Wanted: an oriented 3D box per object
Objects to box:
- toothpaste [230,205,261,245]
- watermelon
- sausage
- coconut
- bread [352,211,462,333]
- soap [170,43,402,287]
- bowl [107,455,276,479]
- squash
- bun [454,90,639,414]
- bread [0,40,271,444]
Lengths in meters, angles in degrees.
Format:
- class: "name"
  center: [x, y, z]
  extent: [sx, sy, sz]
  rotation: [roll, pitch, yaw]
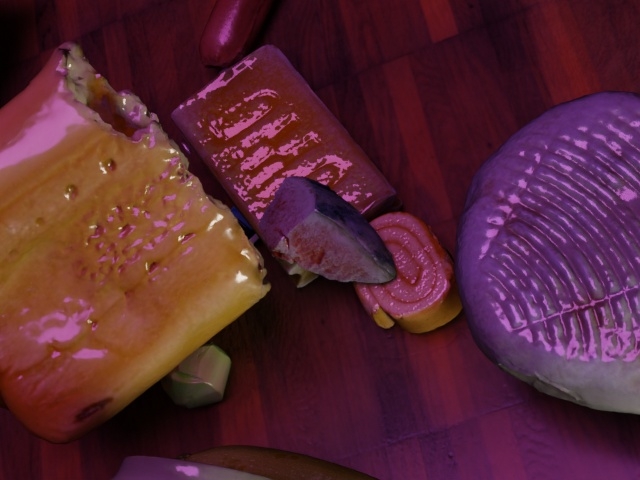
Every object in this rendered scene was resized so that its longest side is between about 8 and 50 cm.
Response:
- class: "toothpaste"
  center: [-0.114, 0.003, 1.532]
  extent: [0.071, 0.045, 0.193]
  rotation: [37, 79, 22]
- class: "watermelon"
  center: [0.006, -0.007, 1.383]
  extent: [0.180, 0.081, 0.094]
  rotation: [25, 104, 24]
- class: "sausage"
  center: [-0.109, -0.320, 1.658]
  extent: [0.077, 0.077, 0.194]
  rotation: [14, 73, 27]
- class: "coconut"
  center: [-0.154, 0.165, 1.451]
  extent: [0.082, 0.083, 0.081]
  rotation: [-6, 55, 43]
- class: "bread"
  center: [0.098, 0.043, 1.410]
  extent: [0.122, 0.073, 0.149]
  rotation: [-35, 56, 11]
- class: "soap"
  center: [-0.045, -0.095, 1.496]
  extent: [0.173, 0.089, 0.274]
  rotation: [-37, 68, -4]
- class: "bowl"
  center: [-0.133, 0.324, 1.203]
  extent: [0.354, 0.354, 0.185]
  rotation: [2, 71, 23]
- class: "squash"
  center: [-0.055, 0.279, 1.348]
  extent: [0.341, 0.094, 0.094]
  rotation: [8, 70, 26]
- class: "bun"
  center: [0.305, 0.021, 1.258]
  extent: [0.354, 0.194, 0.354]
  rotation: [-8, 63, 16]
- class: "bread"
  center: [-0.301, 0.018, 1.384]
  extent: [0.394, 0.361, 0.250]
  rotation: [-39, 15, 3]
